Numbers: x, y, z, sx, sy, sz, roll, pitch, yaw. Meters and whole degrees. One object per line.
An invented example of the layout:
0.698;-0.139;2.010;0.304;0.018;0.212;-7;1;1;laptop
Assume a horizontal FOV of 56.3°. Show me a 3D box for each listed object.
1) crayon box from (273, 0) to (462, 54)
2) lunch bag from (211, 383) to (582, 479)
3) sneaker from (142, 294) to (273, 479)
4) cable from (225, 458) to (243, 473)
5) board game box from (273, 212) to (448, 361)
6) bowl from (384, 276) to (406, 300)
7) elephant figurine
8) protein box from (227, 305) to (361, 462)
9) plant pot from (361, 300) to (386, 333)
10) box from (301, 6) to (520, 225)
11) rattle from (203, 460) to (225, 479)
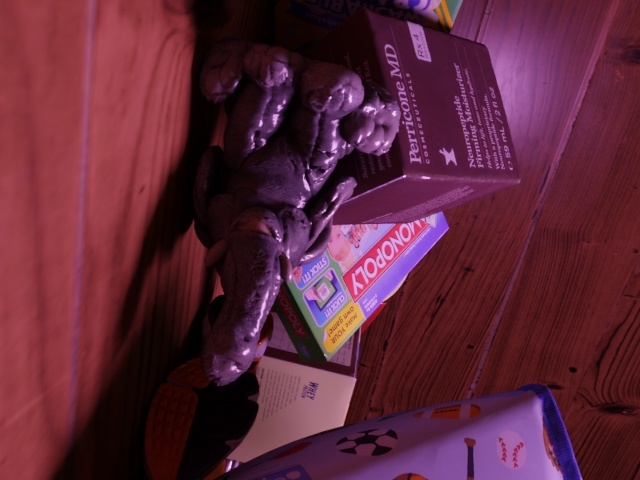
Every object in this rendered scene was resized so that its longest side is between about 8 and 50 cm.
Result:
0.051;-0.271;0.704;0.323;0.203;0.083;98;5;-71;crayon box
0.014;0.305;0.567;0.385;0.328;0.238;-40;-120;57;lunch bag
-0.115;0.174;0.638;0.262;0.099;0.121;-68;178;-63;sneaker
-0.154;0.382;1.046;0.257;0.089;0.257;-75;179;-58;cable
0.038;-0.030;0.748;0.317;0.046;0.213;-41;110;-42;board game box
-0.008;-0.044;0.849;0.156;0.289;0.289;-10;-123;44;bowl
-0.048;-0.033;0.504;0.186;0.169;0.239;0;111;-54;elephant figurine
-0.060;0.218;0.893;0.136;0.201;0.199;-73;176;-65;protein box
-0.010;0.145;1.466;0.267;0.267;0.235;-72;-172;-72;plant pot
0.076;-0.116;0.646;0.167;0.203;0.168;-20;-102;46;box
-0.165;0.381;0.804;0.130;0.143;0.199;-24;138;-26;rattle
